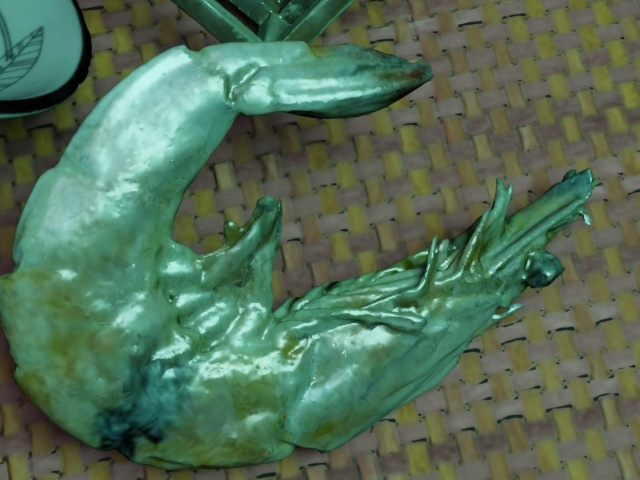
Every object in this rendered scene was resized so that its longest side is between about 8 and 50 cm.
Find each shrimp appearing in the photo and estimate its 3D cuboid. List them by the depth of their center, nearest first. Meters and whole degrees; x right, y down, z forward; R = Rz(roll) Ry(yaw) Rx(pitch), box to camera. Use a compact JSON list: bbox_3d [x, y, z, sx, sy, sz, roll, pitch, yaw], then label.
[{"bbox_3d":[0.000,0.000,0.596,0.360,0.085,0.247,-17,108,-14],"label":"shrimp"}]

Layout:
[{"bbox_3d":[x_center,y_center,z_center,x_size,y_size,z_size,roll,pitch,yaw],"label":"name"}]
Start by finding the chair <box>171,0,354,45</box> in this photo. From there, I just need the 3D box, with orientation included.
[{"bbox_3d":[-0.029,-0.221,0.668,0.136,0.147,0.270,37,31,-22],"label":"chair"}]

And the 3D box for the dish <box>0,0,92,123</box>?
[{"bbox_3d":[-0.293,-0.147,0.603,0.316,0.316,0.106,45,114,10],"label":"dish"}]
